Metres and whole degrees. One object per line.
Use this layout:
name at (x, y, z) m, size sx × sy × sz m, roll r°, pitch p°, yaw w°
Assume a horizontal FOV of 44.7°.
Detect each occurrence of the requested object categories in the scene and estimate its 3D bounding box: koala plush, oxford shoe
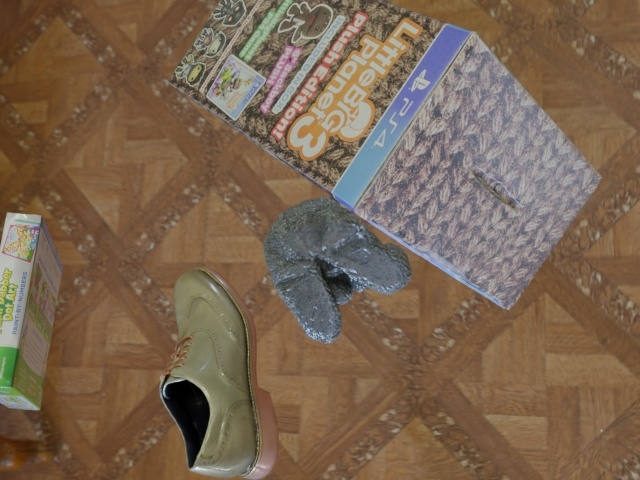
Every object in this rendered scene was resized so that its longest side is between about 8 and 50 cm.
koala plush at (0.000, 0.000, 1.199) m, size 0.196 × 0.221 × 0.203 m, roll -37°, pitch 113°, yaw 9°
oxford shoe at (-0.188, 0.194, 1.259) m, size 0.140 × 0.147 × 0.397 m, roll -52°, pitch 45°, yaw 30°

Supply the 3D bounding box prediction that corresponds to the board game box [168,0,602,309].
board game box at (0.049, -0.098, 0.678) m, size 0.291 × 0.232 × 0.141 m, roll 38°, pitch 96°, yaw 44°

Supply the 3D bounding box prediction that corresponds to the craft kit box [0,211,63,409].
craft kit box at (-0.442, 0.115, 1.161) m, size 0.061 × 0.250 × 0.246 m, roll 3°, pitch 70°, yaw -10°
